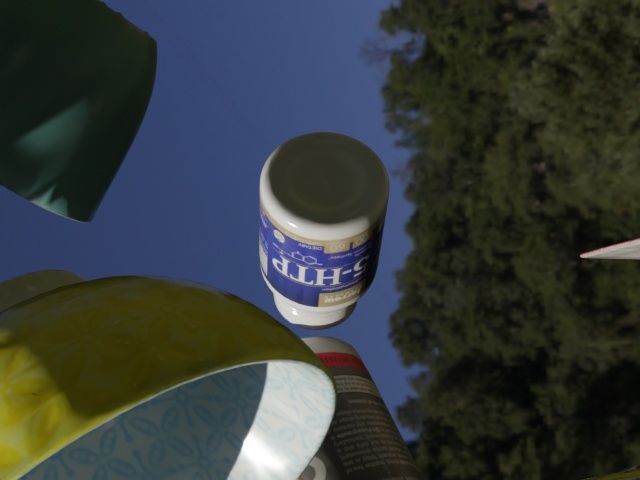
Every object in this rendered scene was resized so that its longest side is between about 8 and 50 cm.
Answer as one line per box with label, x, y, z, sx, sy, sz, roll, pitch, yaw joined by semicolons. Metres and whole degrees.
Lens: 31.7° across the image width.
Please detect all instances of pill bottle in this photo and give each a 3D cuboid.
pill bottle;0.019;0.261;1.040;0.176;0.176;0.318;38;-160;-53
pill bottle;0.000;0.000;1.025;0.186;0.112;0.112;94;-172;-56

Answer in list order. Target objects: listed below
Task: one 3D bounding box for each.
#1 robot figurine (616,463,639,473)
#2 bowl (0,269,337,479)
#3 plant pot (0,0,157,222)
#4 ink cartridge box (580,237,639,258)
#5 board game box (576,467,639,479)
robot figurine;0.343;0.377;1.249;0.278;0.209;0.173;-46;-47;-24
bowl;-0.151;0.111;0.670;0.156;0.289;0.289;51;-164;26
plant pot;-0.339;-0.201;1.367;0.235;0.293;0.293;-56;-33;4
ink cartridge box;0.371;-0.020;0.844;0.296;0.261;0.066;142;133;-81
board game box;0.224;0.165;0.499;0.308;0.302;0.086;169;91;-88
